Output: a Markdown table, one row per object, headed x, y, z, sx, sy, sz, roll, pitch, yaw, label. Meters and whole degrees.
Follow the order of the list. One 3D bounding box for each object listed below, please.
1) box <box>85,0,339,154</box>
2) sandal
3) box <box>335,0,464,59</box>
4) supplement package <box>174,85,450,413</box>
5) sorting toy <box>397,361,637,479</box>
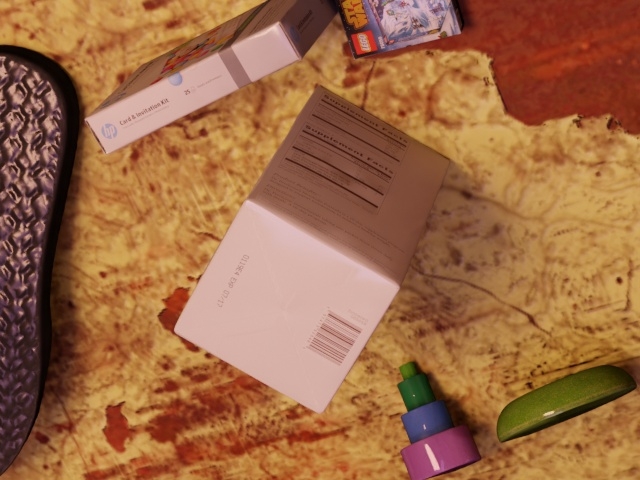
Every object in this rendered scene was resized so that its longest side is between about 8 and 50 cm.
| x | y | z | sx | sy | sz | roll | pitch | yaw | label |
| --- | --- | --- | --- | --- | --- | --- | --- | --- | --- |
| -0.084 | -0.144 | 1.428 | 0.186 | 0.145 | 0.038 | -25 | 105 | 23 | box |
| -0.303 | 0.040 | 1.606 | 0.167 | 0.107 | 0.445 | 19 | 106 | 5 | sandal |
| 0.052 | -0.222 | 1.424 | 0.094 | 0.027 | 0.137 | -12 | 112 | 17 | box |
| 0.000 | 0.000 | 1.421 | 0.134 | 0.244 | 0.139 | 30 | 119 | -1 | supplement package |
| 0.211 | 0.087 | 1.515 | 0.365 | 0.127 | 0.126 | -27 | 77 | 26 | sorting toy |
